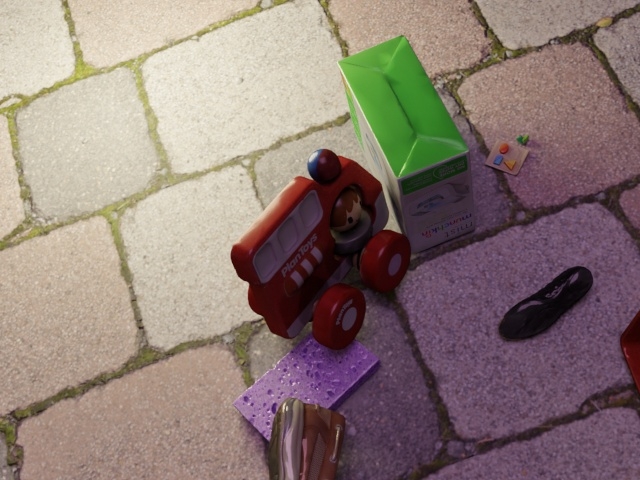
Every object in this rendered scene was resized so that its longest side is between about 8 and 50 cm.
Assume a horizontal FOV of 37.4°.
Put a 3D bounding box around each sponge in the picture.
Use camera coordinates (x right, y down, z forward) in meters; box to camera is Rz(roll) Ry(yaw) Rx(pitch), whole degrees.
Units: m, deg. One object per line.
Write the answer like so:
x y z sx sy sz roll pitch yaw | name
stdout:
-0.020 0.223 1.467 0.210 0.031 0.117 -42 61 -13 | sponge

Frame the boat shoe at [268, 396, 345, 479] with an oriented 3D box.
-0.016 0.383 1.322 0.116 0.123 0.324 9 70 -11 | boat shoe

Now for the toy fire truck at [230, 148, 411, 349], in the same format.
0.000 0.000 1.442 0.169 0.254 0.302 22 58 32 | toy fire truck

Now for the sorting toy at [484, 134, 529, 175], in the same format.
0.327 -0.155 1.630 0.062 0.012 0.083 21 67 22 | sorting toy

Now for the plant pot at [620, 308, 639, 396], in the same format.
0.592 0.174 1.257 0.236 0.267 0.267 -7 58 -9 | plant pot

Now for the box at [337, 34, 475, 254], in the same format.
0.145 -0.154 1.538 0.127 0.231 0.262 -22 59 -2 | box

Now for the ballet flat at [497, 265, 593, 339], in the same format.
0.350 0.101 1.466 0.173 0.049 0.057 -33 87 -3 | ballet flat
